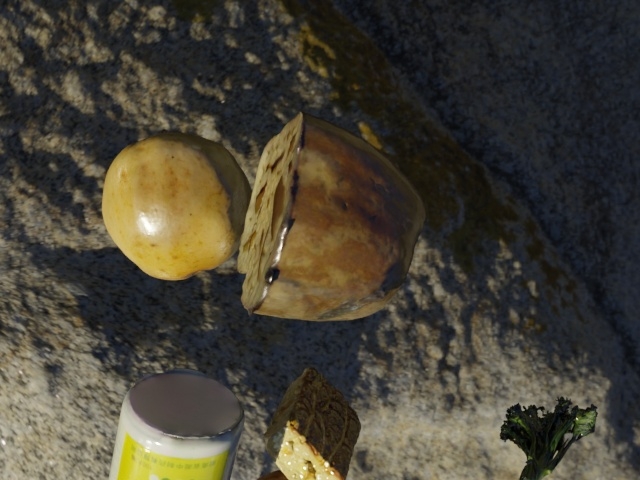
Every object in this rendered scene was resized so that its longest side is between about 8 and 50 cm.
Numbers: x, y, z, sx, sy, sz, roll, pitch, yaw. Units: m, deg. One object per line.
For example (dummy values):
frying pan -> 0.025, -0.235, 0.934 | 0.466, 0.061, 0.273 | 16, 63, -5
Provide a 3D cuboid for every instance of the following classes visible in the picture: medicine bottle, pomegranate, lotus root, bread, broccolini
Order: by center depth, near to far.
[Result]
broccolini -> 0.211, 0.278, 0.843 | 0.271, 0.123, 0.062 | -35, 92, -23
lotus root -> 0.000, 0.000, 1.046 | 0.249, 0.316, 0.316 | 21, 78, -23
medicine bottle -> -0.273, 0.441, 1.263 | 0.213, 0.213, 0.379 | 2, 114, -31
pomegranate -> -0.276, -0.063, 1.370 | 0.307, 0.307, 0.308 | 1, 88, -31
bread -> -0.010, 0.405, 1.505 | 0.114, 0.275, 0.185 | -40, 94, 15

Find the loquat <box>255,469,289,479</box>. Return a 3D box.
loquat -> -0.103, 0.638, 1.653 | 0.176, 0.187, 0.234 | 42, 107, 12
